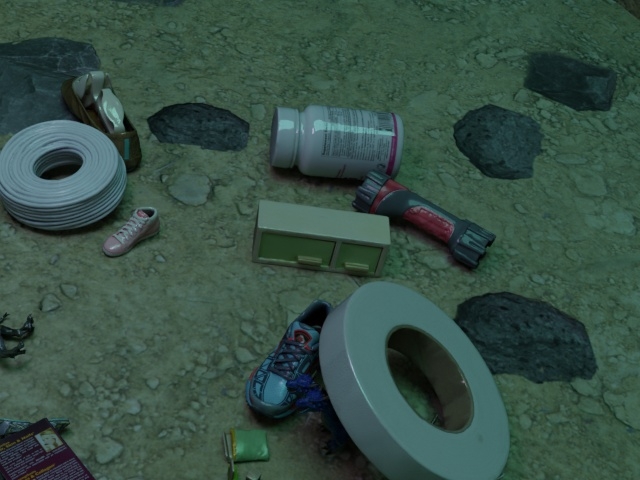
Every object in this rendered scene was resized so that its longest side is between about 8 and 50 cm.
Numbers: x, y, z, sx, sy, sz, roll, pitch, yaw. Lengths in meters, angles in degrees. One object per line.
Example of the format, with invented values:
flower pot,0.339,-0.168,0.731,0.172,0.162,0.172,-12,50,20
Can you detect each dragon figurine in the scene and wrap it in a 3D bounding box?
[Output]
dragon figurine,0.079,0.292,1.545,0.289,0.144,0.085,5,44,-9

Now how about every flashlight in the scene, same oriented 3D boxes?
flashlight,0.219,-0.042,1.968,0.304,0.103,0.103,32,16,13

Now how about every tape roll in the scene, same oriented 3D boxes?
tape roll,0.165,0.248,1.539,0.392,0.072,0.392,32,35,-26

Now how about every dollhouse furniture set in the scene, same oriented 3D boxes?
dollhouse furniture set,-0.114,0.358,1.489,0.076,0.058,0.152,0,45,-15

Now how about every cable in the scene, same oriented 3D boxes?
cable,-0.525,-0.136,1.852,0.257,0.089,0.257,2,49,0

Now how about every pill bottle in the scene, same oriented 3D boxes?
pill bottle,0.033,-0.221,2.055,0.283,0.160,0.160,5,44,-10

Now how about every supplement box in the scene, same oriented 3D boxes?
supplement box,-0.410,0.369,1.368,0.104,0.081,0.188,-26,47,-33

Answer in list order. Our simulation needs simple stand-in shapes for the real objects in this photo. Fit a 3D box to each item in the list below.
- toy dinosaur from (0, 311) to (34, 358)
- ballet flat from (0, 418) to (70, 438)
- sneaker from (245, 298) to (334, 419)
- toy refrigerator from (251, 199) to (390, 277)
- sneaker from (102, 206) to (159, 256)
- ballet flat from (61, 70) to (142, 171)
toy dinosaur,-0.565,0.167,1.576,0.118,0.064,0.268,-1,47,-6
ballet flat,-0.464,0.308,1.473,0.114,0.041,0.041,2,44,-12
sneaker,-0.051,0.199,1.621,0.104,0.125,0.262,23,44,11
toy refrigerator,0.000,0.000,1.860,0.269,0.102,0.094,7,43,-8
sneaker,-0.376,-0.024,1.812,0.051,0.070,0.134,40,50,23
ballet flat,-0.487,-0.297,2.028,0.116,0.124,0.342,-12,48,-27
